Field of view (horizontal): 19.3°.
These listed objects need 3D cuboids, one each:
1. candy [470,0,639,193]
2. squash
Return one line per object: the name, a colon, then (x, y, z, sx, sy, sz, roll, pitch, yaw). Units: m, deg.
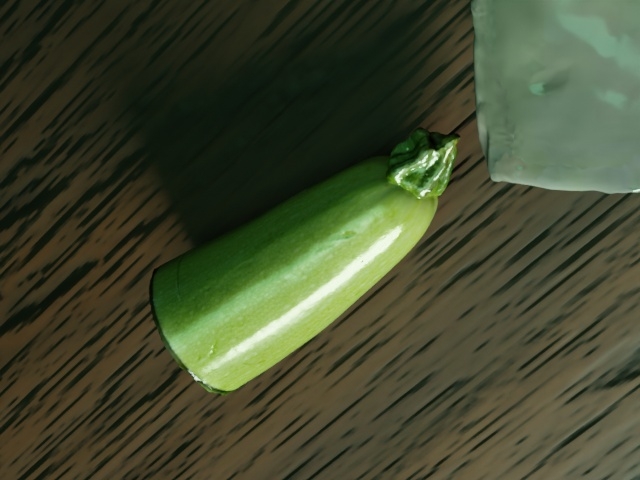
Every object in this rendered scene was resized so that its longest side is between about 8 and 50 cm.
candy: (0.163, -0.121, 0.976, 0.184, 0.137, 0.195, 2, 110, 24)
squash: (0.000, 0.000, 1.122, 0.224, 0.094, 0.094, -36, 91, 26)
